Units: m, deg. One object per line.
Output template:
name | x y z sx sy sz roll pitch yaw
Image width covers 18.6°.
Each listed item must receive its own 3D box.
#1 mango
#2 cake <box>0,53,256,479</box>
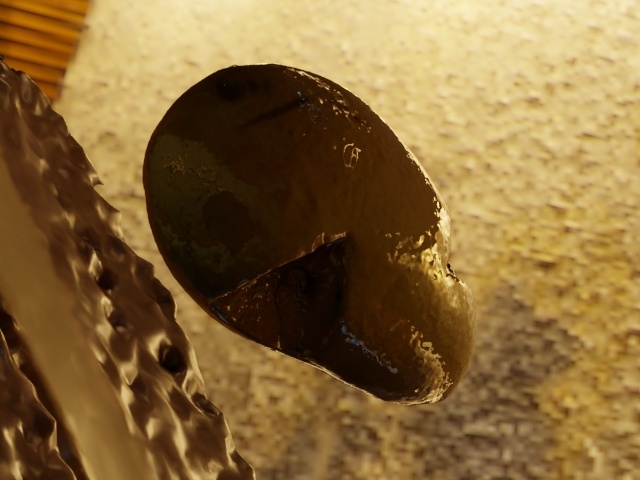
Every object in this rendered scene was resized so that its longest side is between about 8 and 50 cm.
mango | 0.000 0.000 1.254 0.130 0.262 0.167 -24 -147 59
cake | -0.207 0.082 0.700 0.256 0.290 0.282 -34 -103 25
